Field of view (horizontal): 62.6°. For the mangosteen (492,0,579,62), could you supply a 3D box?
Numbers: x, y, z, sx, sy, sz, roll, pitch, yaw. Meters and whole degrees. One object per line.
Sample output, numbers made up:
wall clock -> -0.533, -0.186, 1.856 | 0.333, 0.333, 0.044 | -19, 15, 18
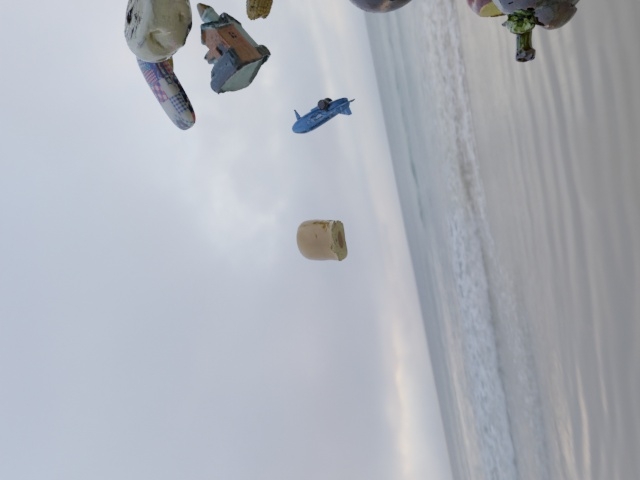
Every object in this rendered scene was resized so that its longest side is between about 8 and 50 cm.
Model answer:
mangosteen -> 0.473, -0.558, 1.188 | 0.231, 0.231, 0.290 | -63, -12, -75

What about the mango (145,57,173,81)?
mango -> -0.674, -0.724, 2.201 | 0.098, 0.137, 0.195 | -25, -29, -44

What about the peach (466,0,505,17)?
peach -> 0.690, -0.961, 1.953 | 0.249, 0.274, 0.246 | -121, 30, -64

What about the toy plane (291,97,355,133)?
toy plane -> 0.002, -0.495, 2.060 | 0.254, 0.271, 0.105 | -51, -56, -66

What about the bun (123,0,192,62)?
bun -> -0.463, -0.641, 1.505 | 0.168, 0.272, 0.273 | 5, -110, -39

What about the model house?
model house -> -0.340, -0.680, 1.820 | 0.291, 0.184, 0.253 | 53, -145, -8

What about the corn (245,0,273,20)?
corn -> -0.180, -0.853, 1.680 | 0.106, 0.106, 0.294 | -58, -23, -76

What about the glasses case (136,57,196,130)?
glasses case -> -0.555, -0.551, 1.893 | 0.076, 0.125, 0.328 | -40, -74, -37

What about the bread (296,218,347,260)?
bread -> -0.001, 0.001, 1.635 | 0.085, 0.173, 0.134 | -22, -76, -49

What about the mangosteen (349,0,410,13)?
mangosteen -> 0.123, -0.594, 1.119 | 0.216, 0.215, 0.216 | -11, -90, -81
